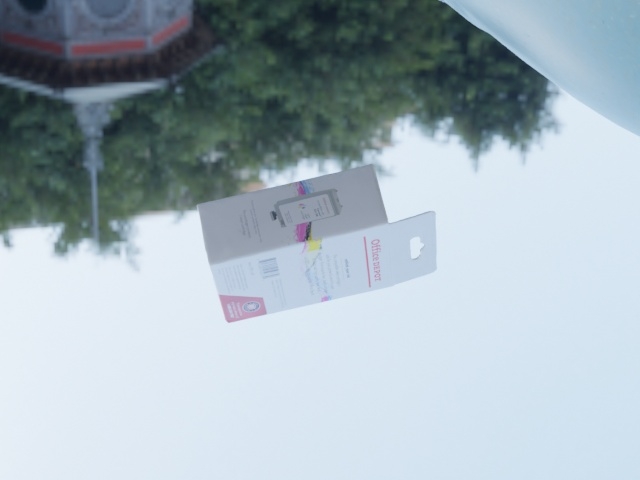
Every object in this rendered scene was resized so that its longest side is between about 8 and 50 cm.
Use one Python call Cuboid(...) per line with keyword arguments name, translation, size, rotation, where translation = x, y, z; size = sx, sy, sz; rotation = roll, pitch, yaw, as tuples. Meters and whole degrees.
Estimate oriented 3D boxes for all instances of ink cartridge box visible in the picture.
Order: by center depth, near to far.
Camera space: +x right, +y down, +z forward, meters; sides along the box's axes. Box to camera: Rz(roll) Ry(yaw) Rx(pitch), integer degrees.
Cuboid(name="ink cartridge box", translation=(0.000, 0.000, 1.220), size=(0.198, 0.115, 0.067), rotation=(-12, -120, -2))

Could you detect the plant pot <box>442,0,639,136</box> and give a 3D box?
Cuboid(name="plant pot", translation=(0.181, -0.135, 0.479), size=(0.272, 0.271, 0.255), rotation=(-14, -135, -27))
